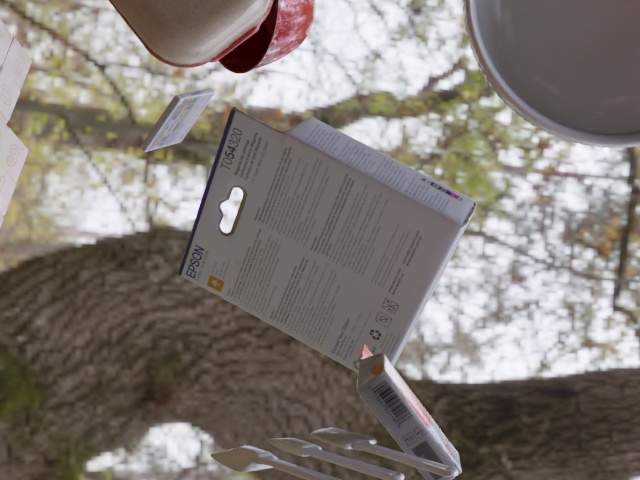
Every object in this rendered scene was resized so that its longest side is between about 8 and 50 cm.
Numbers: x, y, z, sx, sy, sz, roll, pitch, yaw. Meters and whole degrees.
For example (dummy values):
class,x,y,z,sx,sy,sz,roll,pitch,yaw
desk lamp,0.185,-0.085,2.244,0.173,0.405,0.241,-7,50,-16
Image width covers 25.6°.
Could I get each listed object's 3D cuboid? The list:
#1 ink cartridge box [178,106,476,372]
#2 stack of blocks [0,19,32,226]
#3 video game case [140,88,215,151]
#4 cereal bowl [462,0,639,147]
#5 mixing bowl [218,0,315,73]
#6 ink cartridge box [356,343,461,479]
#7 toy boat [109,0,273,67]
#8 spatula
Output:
class,x,y,z,sx,sy,sz,roll,pitch,yaw
ink cartridge box,0.000,0.000,1.865,0.330,0.071,0.324,29,-47,6
stack of blocks,-0.403,-0.099,1.474,0.171,0.087,0.297,0,-123,22
video game case,-0.186,-0.158,1.840,0.011,0.122,0.087,40,-72,7
cereal bowl,0.322,-0.268,1.577,0.141,0.339,0.339,-174,-92,-89
mixing bowl,-0.071,-0.318,1.910,0.181,0.098,0.181,9,-79,52
ink cartridge box,0.101,0.187,1.586,0.045,0.179,0.145,-36,-83,12
toy boat,-0.159,-0.281,1.436,0.231,0.151,0.151,52,-11,-1
spatula,0.012,0.226,1.432,0.242,0.168,0.019,7,-82,56
